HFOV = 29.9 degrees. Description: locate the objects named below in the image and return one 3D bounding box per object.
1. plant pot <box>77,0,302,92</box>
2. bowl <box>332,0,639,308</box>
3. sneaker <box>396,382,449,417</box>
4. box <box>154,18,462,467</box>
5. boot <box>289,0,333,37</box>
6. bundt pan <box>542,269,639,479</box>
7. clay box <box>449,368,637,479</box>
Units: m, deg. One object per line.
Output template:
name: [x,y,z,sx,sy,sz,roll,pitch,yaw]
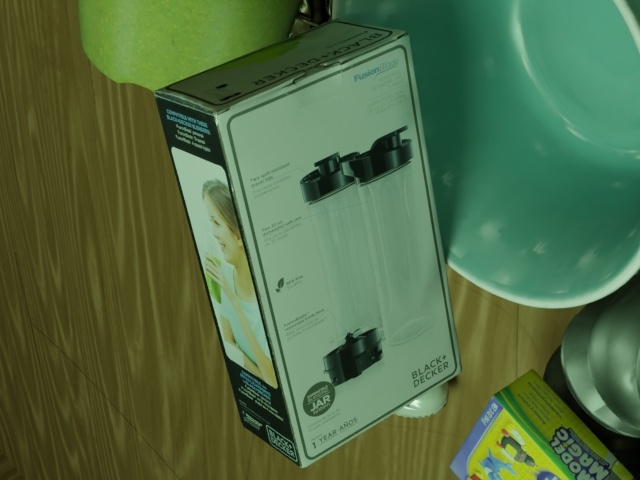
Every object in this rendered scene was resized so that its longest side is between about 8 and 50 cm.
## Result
plant pot: [-0.102,-0.265,1.003,0.276,0.276,0.254,43,136,29]
bowl: [0.167,-0.126,0.856,0.311,0.163,0.312,36,142,35]
sneaker: [0.054,0.067,1.250,0.235,0.094,0.153,56,160,29]
box: [0.000,0.000,0.889,0.087,0.169,0.290,25,135,50]
boot: [-0.026,-0.194,1.161,0.115,0.112,0.305,-24,91,49]
bundt pan: [0.302,0.174,0.936,0.331,0.124,0.331,36,140,36]
clay box: [0.206,0.223,0.944,0.222,0.053,0.127,49,148,23]
